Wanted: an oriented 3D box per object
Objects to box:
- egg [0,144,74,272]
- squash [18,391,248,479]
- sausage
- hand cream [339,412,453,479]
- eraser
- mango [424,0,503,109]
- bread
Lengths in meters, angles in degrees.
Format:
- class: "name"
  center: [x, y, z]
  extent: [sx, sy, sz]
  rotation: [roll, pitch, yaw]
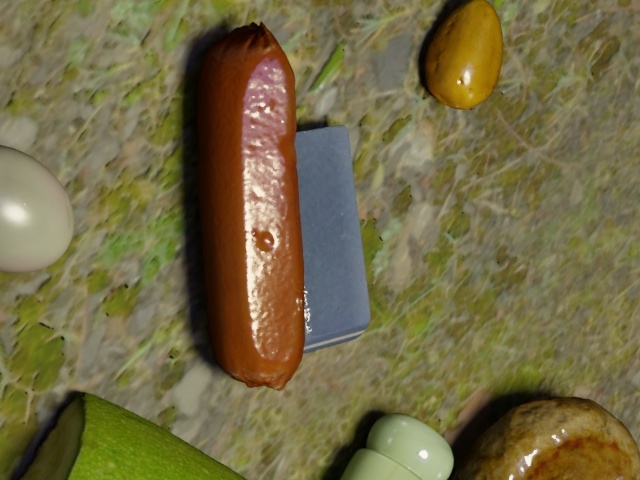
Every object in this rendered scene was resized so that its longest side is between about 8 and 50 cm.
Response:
- class: "egg"
  center: [-0.272, -0.027, 1.337]
  extent: [0.135, 0.103, 0.103]
  rotation: [32, 79, -32]
- class: "squash"
  center: [-0.149, 0.287, 1.444]
  extent: [0.288, 0.111, 0.203]
  rotation: [39, 77, -29]
- class: "sausage"
  center: [-0.068, -0.028, 1.461]
  extent: [0.094, 0.097, 0.348]
  rotation: [-10, 100, -37]
- class: "hand cream"
  center: [0.025, 0.315, 1.549]
  extent: [0.093, 0.147, 0.306]
  rotation: [30, 73, 12]
- class: "eraser"
  center: [0.000, 0.000, 1.539]
  extent: [0.082, 0.036, 0.225]
  rotation: [-14, 102, -28]
- class: "mango"
  center: [0.150, -0.190, 1.593]
  extent: [0.080, 0.060, 0.114]
  rotation: [8, 87, -34]
- class: "bread"
  center: [0.234, 0.274, 1.658]
  extent: [0.230, 0.123, 0.230]
  rotation: [-7, 104, -28]
